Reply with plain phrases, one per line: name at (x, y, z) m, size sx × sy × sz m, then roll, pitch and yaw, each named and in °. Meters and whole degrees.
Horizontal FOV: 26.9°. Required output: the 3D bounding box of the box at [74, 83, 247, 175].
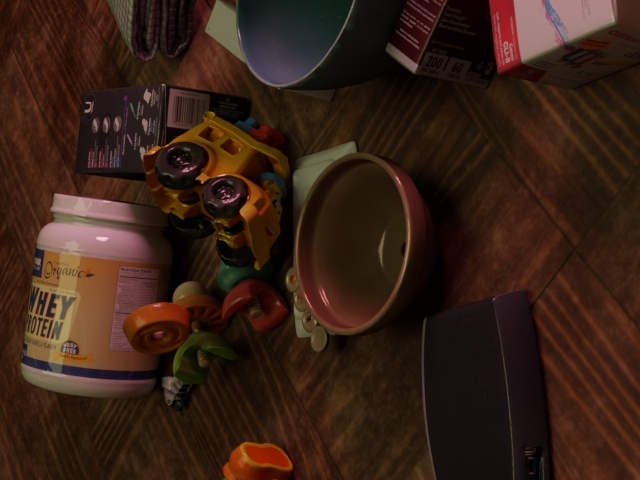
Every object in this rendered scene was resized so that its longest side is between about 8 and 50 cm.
box at (-0.261, -0.169, 2.167) m, size 0.270 × 0.165 × 0.143 m, roll 4°, pitch 88°, yaw 52°

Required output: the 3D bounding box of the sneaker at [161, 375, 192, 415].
sneaker at (-0.224, 0.250, 2.164) m, size 0.098 × 0.038 × 0.069 m, roll -26°, pitch 66°, yaw 58°

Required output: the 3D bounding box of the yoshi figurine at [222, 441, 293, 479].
yoshi figurine at (-0.132, 0.482, 1.939) m, size 0.203 × 0.203 × 0.362 m, roll 37°, pitch 103°, yaw 5°

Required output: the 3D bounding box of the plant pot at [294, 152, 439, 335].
plant pot at (0.078, 0.009, 1.747) m, size 0.237 × 0.109 × 0.237 m, roll -11°, pitch 76°, yaw 52°

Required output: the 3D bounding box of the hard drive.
hard drive at (0.193, 0.197, 1.613) m, size 0.172 × 0.054 × 0.255 m, roll -21°, pitch 68°, yaw 49°

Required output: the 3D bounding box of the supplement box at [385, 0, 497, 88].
supplement box at (0.190, -0.315, 1.636) m, size 0.073 × 0.130 × 0.239 m, roll 45°, pitch 120°, yaw 44°

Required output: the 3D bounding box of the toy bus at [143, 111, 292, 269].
toy bus at (-0.116, -0.091, 1.968) m, size 0.220 × 0.211 × 0.149 m, roll 33°, pitch 151°, yaw 30°

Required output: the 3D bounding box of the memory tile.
memory tile at (-0.001, 0.072, 1.869) m, size 0.113 × 0.012 × 0.148 m, roll -53°, pitch 47°, yaw 34°

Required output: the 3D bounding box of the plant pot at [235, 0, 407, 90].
plant pot at (0.047, -0.327, 1.763) m, size 0.290 × 0.195 × 0.290 m, roll -17°, pitch 69°, yaw 53°

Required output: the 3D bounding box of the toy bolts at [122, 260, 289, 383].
toy bolts at (-0.181, 0.077, 2.018) m, size 0.228 × 0.218 × 0.158 m, roll -35°, pitch 50°, yaw 23°

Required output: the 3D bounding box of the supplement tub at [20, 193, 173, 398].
supplement tub at (-0.366, 0.089, 2.212) m, size 0.228 × 0.228 × 0.316 m, roll 8°, pitch 91°, yaw 53°

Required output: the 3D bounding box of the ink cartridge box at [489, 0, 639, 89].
ink cartridge box at (0.297, -0.260, 1.489) m, size 0.176 × 0.128 × 0.127 m, roll -20°, pitch 69°, yaw 50°

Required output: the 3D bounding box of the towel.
towel at (-0.288, -0.477, 2.242) m, size 0.284 × 0.121 × 0.235 m, roll 103°, pitch 150°, yaw -47°

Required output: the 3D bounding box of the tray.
tray at (0.000, 0.000, 1.915) m, size 0.145 × 0.030 × 0.270 m, roll -13°, pitch 74°, yaw 52°

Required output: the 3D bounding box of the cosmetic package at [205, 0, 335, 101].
cosmetic package at (-0.072, -0.287, 1.996) m, size 0.239 × 0.099 × 0.060 m, roll 42°, pitch 118°, yaw 46°
